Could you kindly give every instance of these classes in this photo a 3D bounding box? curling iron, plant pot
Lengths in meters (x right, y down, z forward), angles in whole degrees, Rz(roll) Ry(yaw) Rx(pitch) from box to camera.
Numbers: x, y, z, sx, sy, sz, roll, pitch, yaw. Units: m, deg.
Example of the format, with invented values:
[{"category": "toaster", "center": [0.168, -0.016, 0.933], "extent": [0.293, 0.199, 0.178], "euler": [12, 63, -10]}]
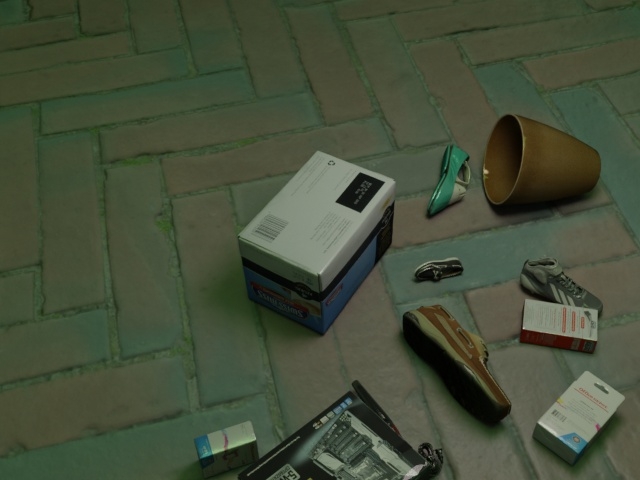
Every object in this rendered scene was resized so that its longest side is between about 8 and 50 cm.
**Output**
[{"category": "curling iron", "center": [0.160, 0.397, 1.803], "extent": [0.068, 0.035, 0.274], "euler": [-35, 57, -22]}, {"category": "plant pot", "center": [0.588, -0.195, 2.213], "extent": [0.254, 0.237, 0.237], "euler": [7, 47, -13]}]

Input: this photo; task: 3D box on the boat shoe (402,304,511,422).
[{"category": "boat shoe", "center": [0.314, 0.252, 1.873], "extent": [0.119, 0.123, 0.324], "euler": [-24, 53, -22]}]

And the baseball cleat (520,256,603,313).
[{"category": "baseball cleat", "center": [0.571, 0.107, 1.998], "extent": [0.205, 0.109, 0.072], "euler": [21, 47, 17]}]

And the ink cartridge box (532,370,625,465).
[{"category": "ink cartridge box", "center": [0.547, 0.373, 1.794], "extent": [0.181, 0.062, 0.104], "euler": [-37, 57, -26]}]

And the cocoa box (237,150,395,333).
[{"category": "cocoa box", "center": [0.000, 0.000, 2.033], "extent": [0.231, 0.228, 0.347], "euler": [24, 53, 22]}]

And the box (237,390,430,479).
[{"category": "box", "center": [0.028, 0.478, 1.698], "extent": [0.307, 0.077, 0.242], "euler": [-32, 50, -25]}]

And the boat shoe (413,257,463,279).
[{"category": "boat shoe", "center": [0.291, 0.075, 2.081], "extent": [0.125, 0.046, 0.038], "euler": [-10, 44, -18]}]

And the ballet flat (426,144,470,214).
[{"category": "ballet flat", "center": [0.353, -0.157, 2.263], "extent": [0.087, 0.083, 0.247], "euler": [21, 53, 2]}]

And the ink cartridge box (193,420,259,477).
[{"category": "ink cartridge box", "center": [-0.191, 0.431, 1.750], "extent": [0.122, 0.089, 0.052], "euler": [-17, 50, -13]}]

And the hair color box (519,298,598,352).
[{"category": "hair color box", "center": [0.550, 0.197, 1.957], "extent": [0.167, 0.053, 0.093], "euler": [8, 48, 11]}]
